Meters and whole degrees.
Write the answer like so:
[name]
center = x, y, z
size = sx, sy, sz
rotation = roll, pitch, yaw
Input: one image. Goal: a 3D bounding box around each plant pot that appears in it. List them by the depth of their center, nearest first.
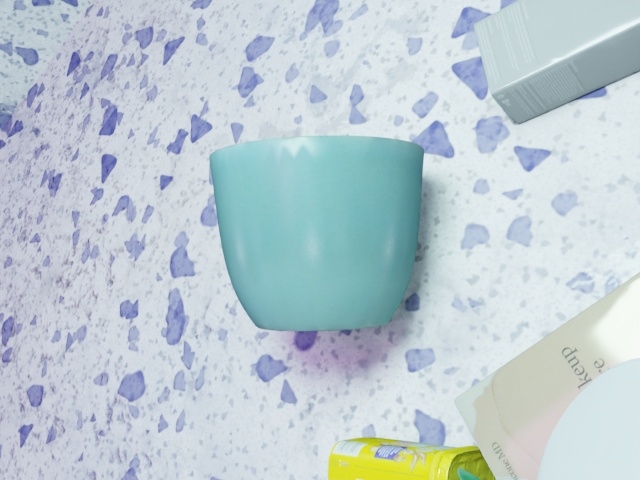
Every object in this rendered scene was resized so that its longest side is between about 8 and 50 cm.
[plant pot]
center = 0.000, 0.000, 0.916
size = 0.292, 0.293, 0.235
rotation = -4, 87, 38

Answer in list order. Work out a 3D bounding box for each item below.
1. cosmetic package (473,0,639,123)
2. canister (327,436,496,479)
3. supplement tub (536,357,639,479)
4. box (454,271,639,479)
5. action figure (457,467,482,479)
[cosmetic package]
center = 0.331, -0.265, 0.864
size = 0.237, 0.107, 0.127
rotation = -19, 62, 29
[canister]
center = 0.109, 0.281, 0.812
size = 0.169, 0.126, 0.074
rotation = -6, 77, 40
[supplement tub]
center = 0.332, 0.234, 0.527
size = 0.191, 0.272, 0.191
rotation = -57, 4, 6
[box]
center = 0.314, 0.150, 0.699
size = 0.311, 0.121, 0.148
rotation = -42, 53, 19
[action figure]
center = 0.166, 0.271, 0.599
size = 0.063, 0.232, 0.137
rotation = -36, 72, -8
